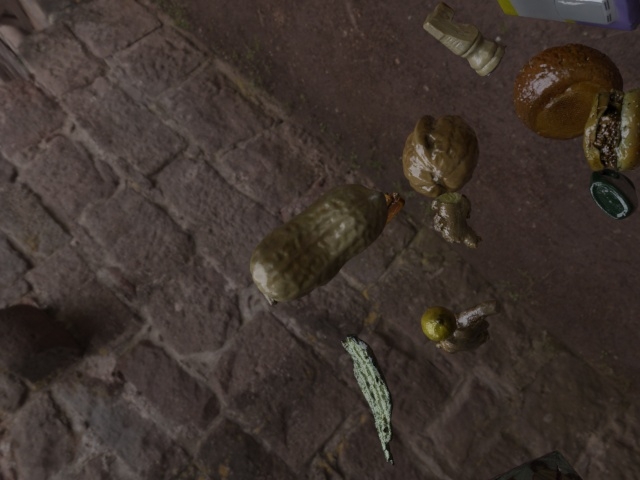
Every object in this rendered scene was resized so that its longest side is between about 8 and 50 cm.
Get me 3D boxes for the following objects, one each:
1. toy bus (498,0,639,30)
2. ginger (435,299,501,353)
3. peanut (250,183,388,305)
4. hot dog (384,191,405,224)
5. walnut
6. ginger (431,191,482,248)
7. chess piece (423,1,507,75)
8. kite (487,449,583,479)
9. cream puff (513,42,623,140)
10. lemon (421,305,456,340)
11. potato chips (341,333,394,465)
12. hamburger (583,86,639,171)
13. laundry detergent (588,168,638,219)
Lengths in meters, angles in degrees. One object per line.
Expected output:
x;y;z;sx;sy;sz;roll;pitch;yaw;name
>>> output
0.706;-0.734;1.361;0.440;0.249;0.209;36;-179;43;toy bus
0.403;0.259;1.418;0.333;0.166;0.080;76;-174;-63;ginger
-0.005;0.002;0.955;0.143;0.291;0.159;53;170;-11;peanut
0.223;-0.110;1.709;0.092;0.062;0.236;6;159;-14;hot dog
0.351;-0.259;1.478;0.224;0.257;0.257;-26;109;37;walnut
0.451;-0.059;1.677;0.074;0.137;0.213;-66;-44;-64;ginger
0.504;-0.717;1.776;0.300;0.137;0.137;29;165;-16;chess piece
0.367;0.433;0.782;0.229;0.250;0.012;14;124;15;kite
0.728;-0.453;1.491;0.303;0.212;0.303;5;150;3;cream puff
0.280;0.196;1.185;0.082;0.082;0.110;46;-172;3;lemon
0.082;0.241;0.766;0.092;0.028;0.208;126;129;-63;potato chips
0.609;-0.225;1.010;0.113;0.177;0.185;-4;171;43;hamburger
0.755;-0.135;1.283;0.137;0.211;0.063;48;131;9;laundry detergent
